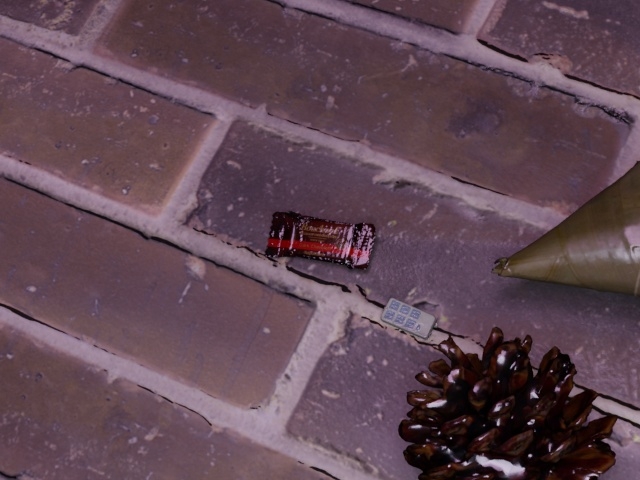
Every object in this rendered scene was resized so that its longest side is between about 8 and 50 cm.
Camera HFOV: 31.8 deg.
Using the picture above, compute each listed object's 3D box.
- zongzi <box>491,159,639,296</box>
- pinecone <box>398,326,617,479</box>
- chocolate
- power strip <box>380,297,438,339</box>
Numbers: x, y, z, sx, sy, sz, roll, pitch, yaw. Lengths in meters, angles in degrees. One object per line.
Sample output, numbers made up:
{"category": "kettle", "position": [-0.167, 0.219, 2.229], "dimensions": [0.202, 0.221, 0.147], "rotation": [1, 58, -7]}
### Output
{"category": "zongzi", "position": [0.496, -0.108, 1.722], "dimensions": [0.418, 0.181, 0.447], "rotation": [6, 65, 13]}
{"category": "pinecone", "position": [0.254, 0.259, 1.558], "dimensions": [0.298, 0.242, 0.296], "rotation": [-34, 70, -21]}
{"category": "chocolate", "position": [0.000, 0.000, 1.838], "dimensions": [0.182, 0.028, 0.086], "rotation": [6, 75, 14]}
{"category": "power strip", "position": [0.138, 0.123, 1.763], "dimensions": [0.090, 0.016, 0.040], "rotation": [23, 71, 19]}
